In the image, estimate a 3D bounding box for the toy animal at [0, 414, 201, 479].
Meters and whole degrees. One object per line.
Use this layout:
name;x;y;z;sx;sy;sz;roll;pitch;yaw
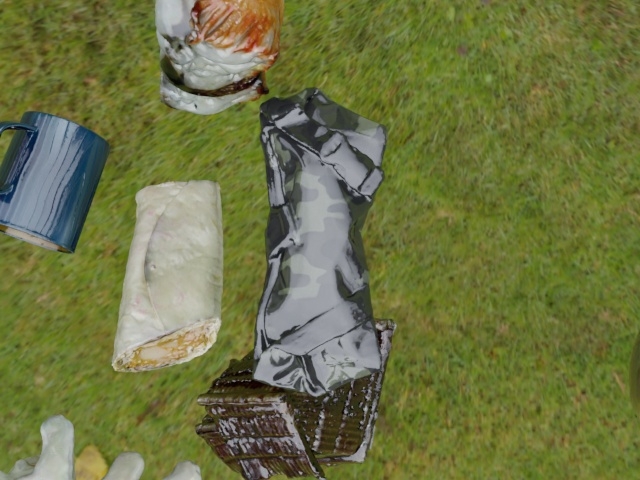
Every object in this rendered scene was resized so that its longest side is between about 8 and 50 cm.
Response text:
toy animal;-0.327;0.388;1.408;0.308;0.266;0.188;-20;146;-16

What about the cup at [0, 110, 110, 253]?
cup;-0.316;-0.071;1.110;0.113;0.150;0.138;17;79;2

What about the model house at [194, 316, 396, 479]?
model house;-0.077;0.244;1.587;0.317;0.282;0.297;-9;78;41

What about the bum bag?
bum bag;0.000;0.000;1.071;0.144;0.095;0.340;1;84;0

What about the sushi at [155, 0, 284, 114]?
sushi;-0.108;-0.206;0.990;0.130;0.332;0.124;-1;83;-13

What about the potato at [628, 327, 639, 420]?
potato;0.479;0.136;1.120;0.173;0.307;0.210;23;73;-11

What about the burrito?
burrito;-0.212;0.053;1.405;0.143;0.299;0.105;7;148;-10
